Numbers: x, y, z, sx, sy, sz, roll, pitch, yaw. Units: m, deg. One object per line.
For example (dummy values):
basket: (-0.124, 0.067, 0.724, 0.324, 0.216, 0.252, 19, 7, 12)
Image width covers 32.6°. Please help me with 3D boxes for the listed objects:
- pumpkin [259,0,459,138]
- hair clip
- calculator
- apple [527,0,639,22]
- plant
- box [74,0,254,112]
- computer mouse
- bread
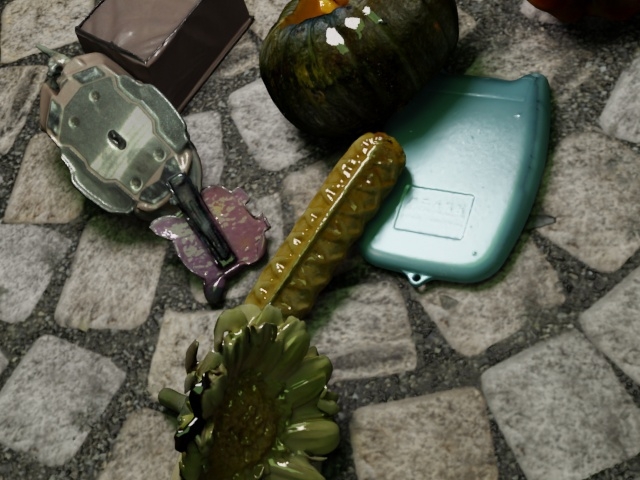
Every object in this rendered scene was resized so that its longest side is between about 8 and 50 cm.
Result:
pumpkin: (0.057, -0.301, 1.649, 0.320, 0.192, 0.320, -24, 35, 18)
hair clip: (-0.162, -0.021, 1.619, 0.146, 0.056, 0.187, -38, 93, -7)
calculator: (0.193, -0.103, 1.604, 0.256, 0.054, 0.386, 10, 66, 22)
apple: (0.410, -0.492, 1.647, 0.288, 0.288, 0.317, -3, 76, 14)
plant: (-0.125, 0.210, 1.375, 0.306, 0.261, 0.297, -39, 56, -23)
box: (-0.261, -0.358, 1.829, 0.188, 0.153, 0.252, 28, 69, 27)
computer mouse: (-0.324, -0.172, 1.728, 0.389, 0.115, 0.199, 44, 94, 17)
bread: (0.001, 0.001, 1.550, 0.084, 0.077, 0.367, 27, 80, 42)
